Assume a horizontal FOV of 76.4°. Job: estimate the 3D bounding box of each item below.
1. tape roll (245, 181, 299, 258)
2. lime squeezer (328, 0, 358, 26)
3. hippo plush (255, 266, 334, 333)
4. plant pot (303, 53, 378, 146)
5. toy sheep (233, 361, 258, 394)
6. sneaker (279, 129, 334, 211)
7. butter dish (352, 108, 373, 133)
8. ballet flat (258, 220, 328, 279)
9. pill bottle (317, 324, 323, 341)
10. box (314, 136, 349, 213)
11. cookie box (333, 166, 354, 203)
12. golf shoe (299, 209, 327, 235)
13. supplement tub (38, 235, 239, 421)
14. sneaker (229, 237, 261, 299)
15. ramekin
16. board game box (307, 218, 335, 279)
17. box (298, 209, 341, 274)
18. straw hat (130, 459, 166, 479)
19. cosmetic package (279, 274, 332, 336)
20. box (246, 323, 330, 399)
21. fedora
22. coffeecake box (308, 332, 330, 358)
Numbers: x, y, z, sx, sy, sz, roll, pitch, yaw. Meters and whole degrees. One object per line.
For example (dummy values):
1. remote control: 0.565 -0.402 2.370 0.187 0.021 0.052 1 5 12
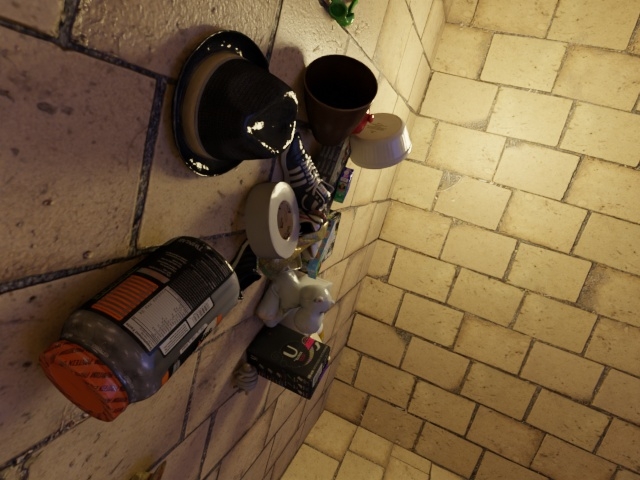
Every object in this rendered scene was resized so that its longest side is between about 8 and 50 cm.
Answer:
1. tape roll: -0.131 -0.056 1.157 0.219 0.072 0.219 -2 90 -72
2. lime squeezer: 0.067 -0.699 1.198 0.310 0.059 0.110 -31 138 -64
3. hippo plush: -0.067 0.211 1.489 0.294 0.236 0.234 -70 163 -2
4. plant pot: 0.042 -0.403 1.254 0.215 0.215 0.230 -62 176 -26
5. toy sheep: -0.266 0.497 1.458 0.091 0.091 0.132 -35 136 -62
6. sneaker: -0.037 -0.204 1.259 0.099 0.153 0.282 -56 159 -39
7. butter dish: 0.150 -0.489 1.588 0.160 0.118 0.160 66 45 -66
8. ballet flat: -0.076 0.032 1.381 0.348 0.123 0.123 -32 140 -47
9. pill bottle: -0.044 0.446 2.031 0.208 0.117 0.117 85 30 -53
10. box: 0.025 -0.232 1.494 0.242 0.076 0.307 32 78 -82
11. cookie box: 0.089 -0.211 1.554 0.107 0.040 0.092 103 9 -49
12. golf shoe: -0.075 -0.052 1.295 0.086 0.186 0.067 -50 125 -44
13. supplement tub: -0.309 0.146 0.739 0.316 0.193 0.193 -50 154 -47
14. sneaker: -0.203 0.082 1.162 0.084 0.097 0.234 87 28 -53
15. ramekin: 0.246 -0.432 1.728 0.273 0.273 0.127 -59 148 -33
16. board game box: 0.004 0.036 1.604 0.160 0.039 0.211 89 23 -72
17. box: 0.000 0.000 1.767 0.270 0.060 0.216 -37 143 -61
18. straw hat: -0.458 0.630 1.045 0.144 0.061 0.144 -160 -90 -90
19. cosmetic package: -0.068 0.279 1.739 0.225 0.138 0.224 -11 119 -69
20. box: -0.119 0.442 1.525 0.165 0.270 0.143 -53 156 -44
21. fedora: -0.148 -0.264 0.851 0.334 0.152 0.334 19 90 -73
22. coffeecake box: -0.073 0.506 1.815 0.185 0.142 0.068 -28 -179 24
